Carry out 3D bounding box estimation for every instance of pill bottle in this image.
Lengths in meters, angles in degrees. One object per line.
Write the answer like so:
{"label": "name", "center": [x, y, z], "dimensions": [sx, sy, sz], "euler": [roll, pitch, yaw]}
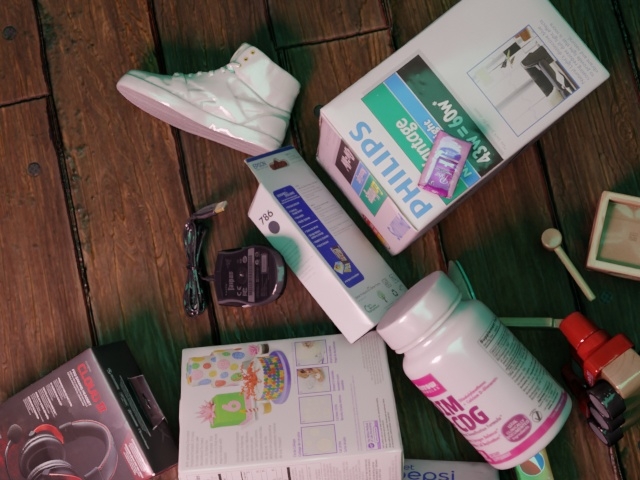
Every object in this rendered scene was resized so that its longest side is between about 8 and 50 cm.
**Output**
{"label": "pill bottle", "center": [0.227, 0.191, 1.565], "dimensions": [0.160, 0.160, 0.283], "euler": [-44, 94, -6]}

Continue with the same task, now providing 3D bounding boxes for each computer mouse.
{"label": "computer mouse", "center": [-0.130, 0.023, 1.672], "dimensions": [0.060, 0.262, 0.184], "euler": [5, 77, -42]}

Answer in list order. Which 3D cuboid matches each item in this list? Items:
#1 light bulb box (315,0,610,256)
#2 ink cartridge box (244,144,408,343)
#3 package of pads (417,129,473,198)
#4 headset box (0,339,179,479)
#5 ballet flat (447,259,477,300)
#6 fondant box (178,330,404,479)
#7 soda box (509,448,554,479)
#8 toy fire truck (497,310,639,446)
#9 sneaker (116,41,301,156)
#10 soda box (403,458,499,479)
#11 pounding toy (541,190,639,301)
{"label": "light bulb box", "center": [0.197, -0.184, 1.610], "dimensions": [0.361, 0.358, 0.225], "euler": [-38, 86, -6]}
{"label": "ink cartridge box", "center": [0.000, 0.000, 1.681], "dimensions": [0.065, 0.165, 0.333], "euler": [-41, 81, 30]}
{"label": "package of pads", "center": [0.168, -0.103, 1.407], "dimensions": [0.050, 0.032, 0.083], "euler": [22, 86, 1]}
{"label": "headset box", "center": [-0.367, 0.305, 1.613], "dimensions": [0.293, 0.110, 0.218], "euler": [-31, 82, 17]}
{"label": "ballet flat", "center": [0.244, 0.136, 1.707], "dimensions": [0.068, 0.072, 0.213], "euler": [-28, 83, 0]}
{"label": "fondant box", "center": [-0.049, 0.271, 1.615], "dimensions": [0.330, 0.096, 0.238], "euler": [-5, 43, -1]}
{"label": "soda box", "center": [0.328, 0.329, 1.680], "dimensions": [0.058, 0.061, 0.181], "euler": [-14, 81, -1]}
{"label": "toy fire truck", "center": [0.404, 0.189, 1.642], "dimensions": [0.158, 0.217, 0.246], "euler": [-36, 61, -5]}
{"label": "sneaker", "center": [-0.181, -0.264, 1.758], "dimensions": [0.292, 0.108, 0.169], "euler": [21, 80, -7]}
{"label": "soda box", "center": [0.133, 0.401, 1.611], "dimensions": [0.286, 0.098, 0.091], "euler": [1, 115, 6]}
{"label": "pounding toy", "center": [0.467, 0.016, 1.719], "dimensions": [0.206, 0.094, 0.181], "euler": [12, 86, 11]}
